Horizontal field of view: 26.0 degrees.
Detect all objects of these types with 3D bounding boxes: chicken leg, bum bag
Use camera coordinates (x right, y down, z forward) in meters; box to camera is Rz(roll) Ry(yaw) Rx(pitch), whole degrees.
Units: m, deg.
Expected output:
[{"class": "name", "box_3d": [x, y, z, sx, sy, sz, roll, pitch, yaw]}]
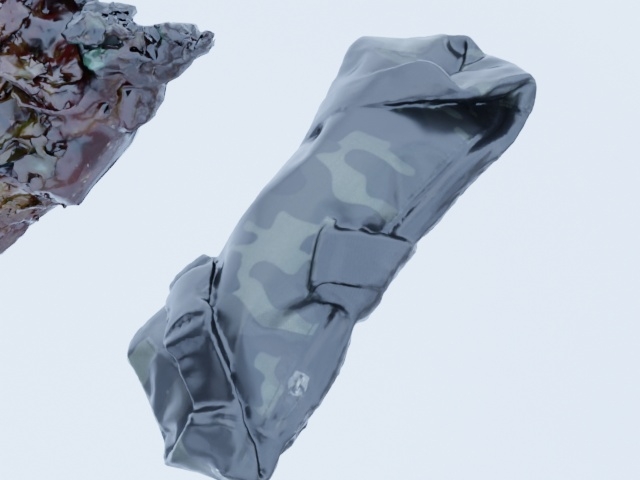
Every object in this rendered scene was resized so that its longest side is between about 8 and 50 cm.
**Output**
[{"class": "chicken leg", "box_3d": [-0.142, -0.041, 0.500, 0.234, 0.063, 0.105, -25, -89, 26]}, {"class": "bum bag", "box_3d": [0.000, 0.000, 0.881, 0.144, 0.095, 0.340, 25, -106, 39]}]
